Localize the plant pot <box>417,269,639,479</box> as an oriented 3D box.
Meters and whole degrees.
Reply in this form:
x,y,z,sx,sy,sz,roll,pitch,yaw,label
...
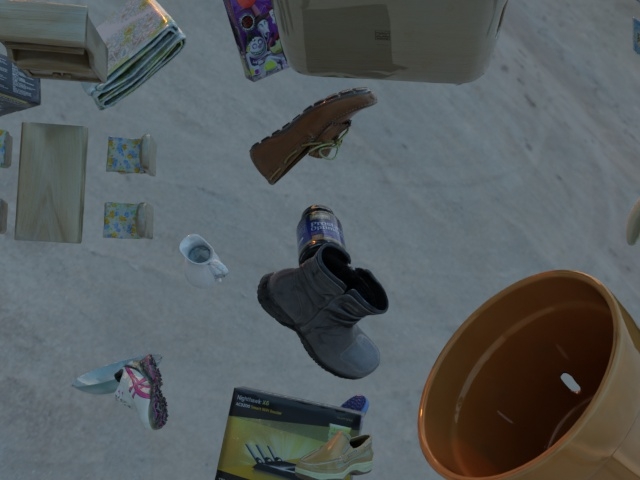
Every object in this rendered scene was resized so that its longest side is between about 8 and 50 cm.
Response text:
x,y,z,sx,sy,sz,roll,pitch,yaw,label
0.290,0.210,0.798,0.203,0.291,0.291,40,27,-16,plant pot

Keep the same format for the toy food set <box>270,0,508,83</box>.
x,y,z,sx,sy,sz,roll,pitch,yaw,label
0.082,-0.298,0.836,0.220,0.306,0.092,75,20,-72,toy food set

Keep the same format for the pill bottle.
x,y,z,sx,sy,sz,roll,pitch,yaw,label
0.000,0.000,1.693,0.123,0.123,0.219,33,24,-23,pill bottle

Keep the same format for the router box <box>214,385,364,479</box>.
x,y,z,sx,sy,sz,roll,pitch,yaw,label
-0.071,0.487,1.525,0.309,0.243,0.081,9,-9,11,router box

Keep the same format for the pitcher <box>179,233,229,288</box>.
x,y,z,sx,sy,sz,roll,pitch,yaw,label
-0.363,0.090,2.134,0.178,0.207,0.125,36,66,15,pitcher

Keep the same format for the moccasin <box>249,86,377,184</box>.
x,y,z,sx,sy,sz,roll,pitch,yaw,label
-0.012,-0.261,1.686,0.147,0.380,0.139,59,24,-3,moccasin

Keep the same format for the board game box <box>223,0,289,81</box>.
x,y,z,sx,sy,sz,roll,pitch,yaw,label
-0.026,-0.492,1.382,0.056,0.347,0.208,36,-31,53,board game box

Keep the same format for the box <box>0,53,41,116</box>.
x,y,z,sx,sy,sz,roll,pitch,yaw,label
-0.830,-0.327,1.333,0.395,0.318,0.097,10,74,-65,box

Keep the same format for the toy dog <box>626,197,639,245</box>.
x,y,z,sx,sy,sz,roll,pitch,yaw,label
0.618,0.071,0.999,0.284,0.395,0.408,16,78,-37,toy dog

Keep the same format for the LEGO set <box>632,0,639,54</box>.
x,y,z,sx,sy,sz,roll,pitch,yaw,label
0.413,-0.199,0.695,0.182,0.060,0.244,49,8,29,LEGO set

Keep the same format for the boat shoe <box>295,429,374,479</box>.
x,y,z,sx,sy,sz,roll,pitch,yaw,label
0.025,0.345,1.081,0.068,0.072,0.190,10,-3,33,boat shoe

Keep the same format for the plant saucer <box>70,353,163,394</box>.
x,y,z,sx,sy,sz,roll,pitch,yaw,label
-0.422,0.287,1.396,0.195,0.195,0.037,-23,99,-62,plant saucer

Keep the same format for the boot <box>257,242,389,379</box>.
x,y,z,sx,sy,sz,roll,pitch,yaw,label
0.054,0.156,1.302,0.338,0.222,0.118,39,49,-27,boot

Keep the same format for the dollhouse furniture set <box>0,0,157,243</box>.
x,y,z,sx,sy,sz,roll,pitch,yaw,label
-0.493,-0.195,1.203,0.362,0.394,0.256,3,-2,-7,dollhouse furniture set

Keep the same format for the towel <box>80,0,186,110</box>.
x,y,z,sx,sy,sz,roll,pitch,yaw,label
-0.564,-0.555,1.918,0.090,0.320,0.374,50,1,-46,towel

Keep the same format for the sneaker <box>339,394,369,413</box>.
x,y,z,sx,sy,sz,roll,pitch,yaw,label
0.083,0.592,2.095,0.090,0.232,0.081,40,2,-39,sneaker

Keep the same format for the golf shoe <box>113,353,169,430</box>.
x,y,z,sx,sy,sz,roll,pitch,yaw,label
-0.318,0.278,1.169,0.186,0.086,0.067,-131,-157,-60,golf shoe
